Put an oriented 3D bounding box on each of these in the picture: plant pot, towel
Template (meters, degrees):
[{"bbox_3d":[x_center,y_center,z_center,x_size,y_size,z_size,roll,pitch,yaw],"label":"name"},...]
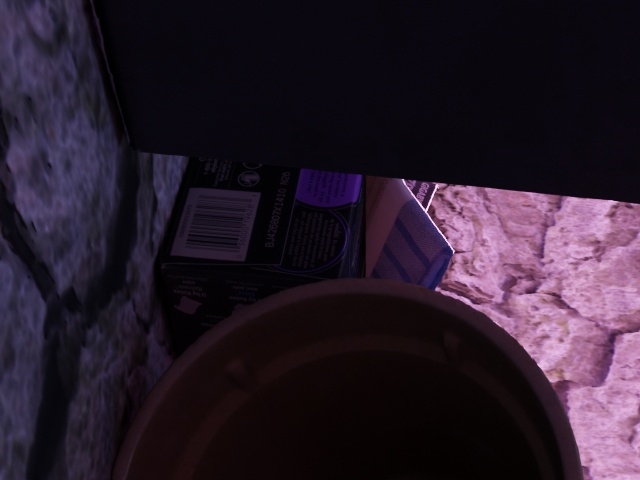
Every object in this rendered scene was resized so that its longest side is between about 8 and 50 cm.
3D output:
[{"bbox_3d":[0.049,0.241,0.926,0.305,0.334,0.333,57,38,-58],"label":"plant pot"},{"bbox_3d":[0.024,-0.059,1.109,0.285,0.034,0.209,57,-20,19],"label":"towel"}]

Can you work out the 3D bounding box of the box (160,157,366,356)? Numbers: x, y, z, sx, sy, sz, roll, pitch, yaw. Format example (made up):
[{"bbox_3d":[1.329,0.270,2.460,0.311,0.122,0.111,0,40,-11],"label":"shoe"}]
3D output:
[{"bbox_3d":[-0.039,0.055,1.050,0.270,0.143,0.165,87,12,-48],"label":"box"}]

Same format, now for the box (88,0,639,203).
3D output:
[{"bbox_3d":[0.135,-0.299,0.797,0.297,0.480,0.471,88,12,-52],"label":"box"}]

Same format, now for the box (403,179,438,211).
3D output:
[{"bbox_3d":[0.070,0.083,1.795,0.295,0.073,0.293,-63,177,-57],"label":"box"}]
